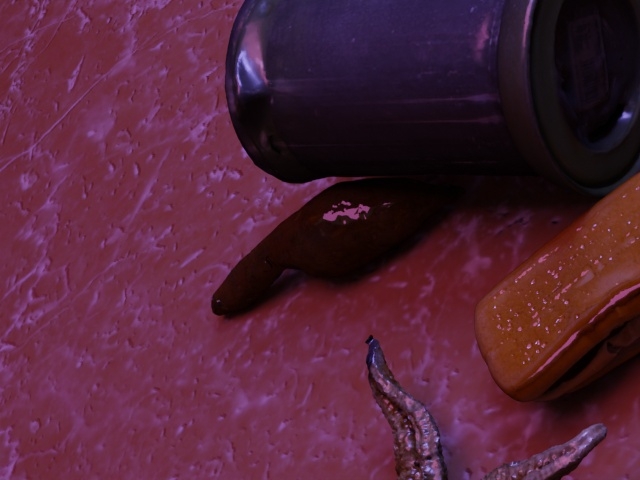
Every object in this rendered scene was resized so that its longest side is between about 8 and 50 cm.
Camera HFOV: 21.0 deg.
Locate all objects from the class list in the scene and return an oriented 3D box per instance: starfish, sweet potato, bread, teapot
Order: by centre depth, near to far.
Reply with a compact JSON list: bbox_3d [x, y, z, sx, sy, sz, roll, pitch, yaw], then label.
[{"bbox_3d":[0.044,0.250,1.228,0.347,0.078,0.357,27,85,51],"label":"starfish"},{"bbox_3d":[0.206,0.036,1.252,0.200,0.077,0.116,-40,40,14],"label":"bread"},{"bbox_3d":[0.103,-0.144,1.398,0.337,0.200,0.270,2,19,41],"label":"teapot"},{"bbox_3d":[-0.003,0.000,1.490,0.269,0.075,0.074,-26,43,29],"label":"sweet potato"}]
